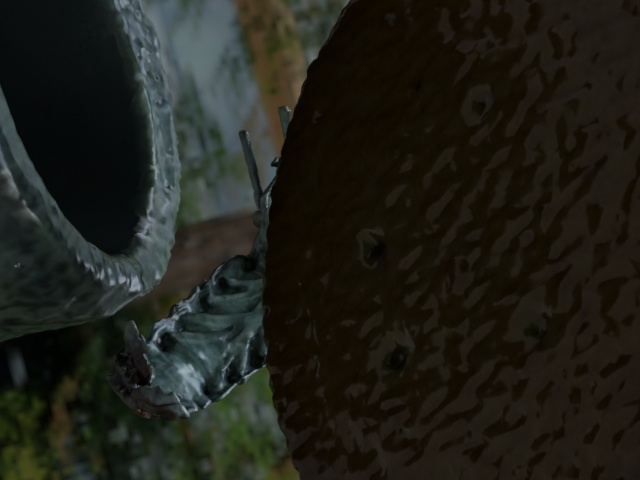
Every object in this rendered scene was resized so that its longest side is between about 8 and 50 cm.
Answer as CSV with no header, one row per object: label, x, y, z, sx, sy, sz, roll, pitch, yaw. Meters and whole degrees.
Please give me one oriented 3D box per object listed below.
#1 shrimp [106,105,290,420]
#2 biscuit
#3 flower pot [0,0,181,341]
shrimp,0.002,0.000,1.448,0.221,0.410,0.166,45,-17,12
biscuit,0.072,0.002,0.764,0.305,0.038,0.305,-15,-109,52
flower pot,-0.246,-0.071,0.911,0.299,0.283,0.299,-15,90,-73
